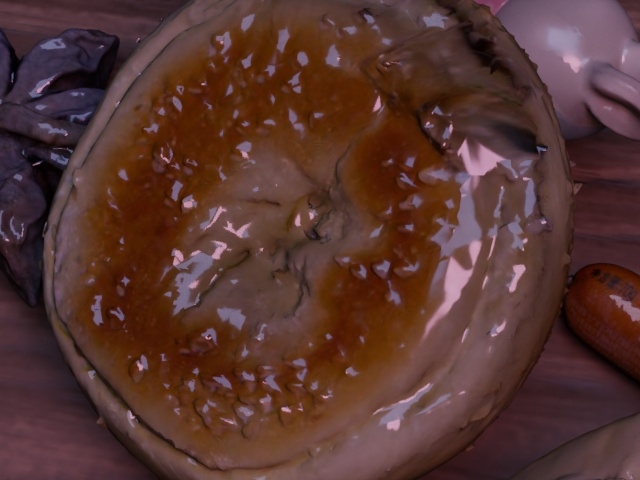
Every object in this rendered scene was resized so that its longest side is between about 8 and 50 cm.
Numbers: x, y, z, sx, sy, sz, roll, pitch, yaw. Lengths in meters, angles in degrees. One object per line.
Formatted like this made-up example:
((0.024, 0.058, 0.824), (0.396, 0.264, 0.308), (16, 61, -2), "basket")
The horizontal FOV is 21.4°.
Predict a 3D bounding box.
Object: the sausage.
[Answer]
((0.269, 0.112, 0.929), (0.348, 0.053, 0.053), (36, 67, 20), "sausage")

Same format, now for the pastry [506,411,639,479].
((0.194, 0.154, 0.796), (0.265, 0.265, 0.133), (-14, 60, -6), "pastry")

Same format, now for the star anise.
((-0.176, -0.060, 1.032), (0.262, 0.081, 0.230), (-12, 49, -2), "star anise")

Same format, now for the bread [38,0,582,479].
((0.000, 0.000, 0.917), (0.305, 0.159, 0.305), (-5, 77, 22), "bread")

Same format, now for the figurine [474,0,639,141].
((0.121, -0.102, 0.993), (0.127, 0.155, 0.235), (-14, 50, -39), "figurine")
